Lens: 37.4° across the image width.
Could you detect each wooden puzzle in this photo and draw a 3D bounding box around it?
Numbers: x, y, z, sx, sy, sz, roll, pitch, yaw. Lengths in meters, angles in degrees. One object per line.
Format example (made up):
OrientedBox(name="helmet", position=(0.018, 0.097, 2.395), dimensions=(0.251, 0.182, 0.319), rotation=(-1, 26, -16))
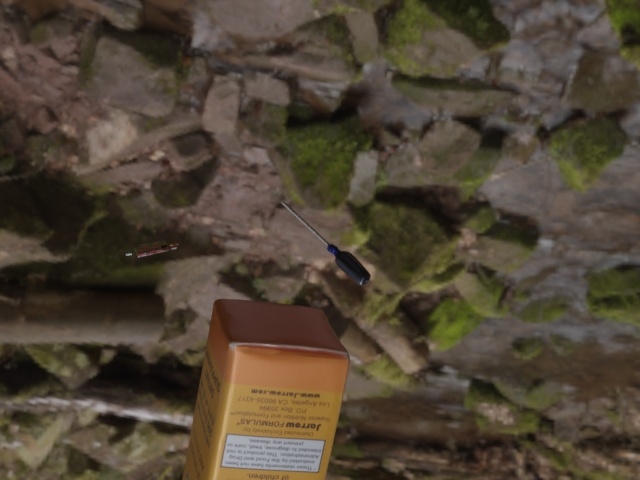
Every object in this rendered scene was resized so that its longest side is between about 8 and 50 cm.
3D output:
OrientedBox(name="wooden puzzle", position=(-0.266, 0.012, 1.494), dimensions=(0.083, 0.006, 0.049), rotation=(-13, -162, -13))

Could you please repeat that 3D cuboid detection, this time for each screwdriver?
OrientedBox(name="screwdriver", position=(0.000, 0.000, 1.217), dimensions=(0.170, 0.025, 0.024), rotation=(39, 142, 22))

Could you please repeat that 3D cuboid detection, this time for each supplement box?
OrientedBox(name="supplement box", position=(-0.046, 0.159, 0.601), dimensions=(0.080, 0.233, 0.078), rotation=(5, -164, -16))
